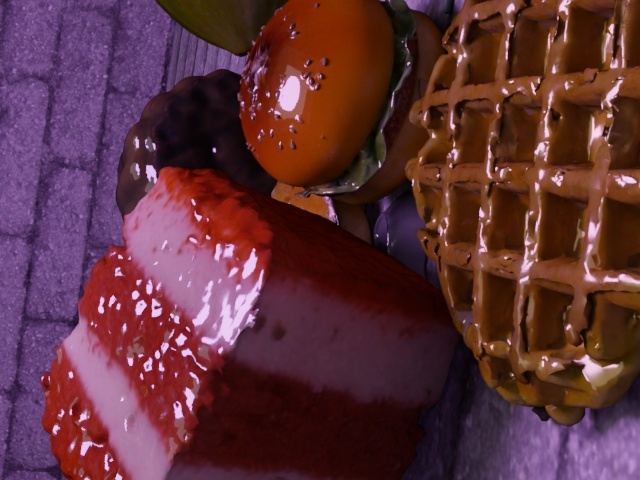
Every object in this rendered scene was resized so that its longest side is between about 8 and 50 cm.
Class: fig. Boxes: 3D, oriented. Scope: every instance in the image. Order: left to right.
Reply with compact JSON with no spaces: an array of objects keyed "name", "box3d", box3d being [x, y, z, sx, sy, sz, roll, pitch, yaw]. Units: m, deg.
[{"name":"fig","box3d":[-0.151,-0.446,1.501,0.316,0.316,0.316,-173,90,-72]}]

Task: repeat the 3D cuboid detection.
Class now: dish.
[{"name":"dish","box3d":[0.079,0.009,0.988,0.091,0.039,0.137,128,146,-58]}]

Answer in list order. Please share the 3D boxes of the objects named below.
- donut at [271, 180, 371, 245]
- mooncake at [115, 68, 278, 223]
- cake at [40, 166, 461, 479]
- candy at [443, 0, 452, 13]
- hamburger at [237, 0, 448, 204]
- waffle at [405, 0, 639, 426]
[{"name":"donut","box3d":[0.000,0.000,1.139,0.162,0.065,0.179,-42,60,49]},{"name":"mooncake","box3d":[-0.132,-0.087,1.289,0.161,0.290,0.291,141,134,-61]},{"name":"cake","box3d":[-0.067,0.124,0.900,0.270,0.269,0.320,41,108,49]},{"name":"candy","box3d":[0.134,-0.331,0.952,0.060,0.060,0.201,-142,52,-70]},{"name":"hamburger","box3d":[0.011,-0.160,0.994,0.246,0.169,0.246,-36,45,48]},{"name":"waffle","box3d":[0.171,-0.082,0.671,0.382,0.095,0.380,-104,29,-43]}]
